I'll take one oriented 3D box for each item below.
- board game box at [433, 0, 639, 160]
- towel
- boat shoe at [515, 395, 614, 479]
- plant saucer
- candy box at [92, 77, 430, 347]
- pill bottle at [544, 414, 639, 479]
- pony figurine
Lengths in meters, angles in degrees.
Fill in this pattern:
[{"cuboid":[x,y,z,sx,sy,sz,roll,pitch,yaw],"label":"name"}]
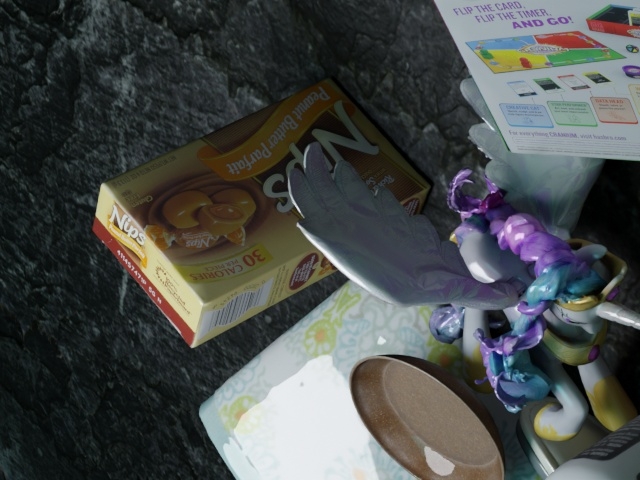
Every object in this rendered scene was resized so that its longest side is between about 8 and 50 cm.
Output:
[{"cuboid":[0.225,-0.176,1.449,0.242,0.064,0.316,5,151,28],"label":"board game box"},{"cuboid":[0.081,0.241,1.995,0.320,0.090,0.374,-39,78,14],"label":"towel"},{"cuboid":[0.302,0.299,1.834,0.319,0.116,0.099,47,134,13],"label":"boat shoe"},{"cuboid":[0.118,0.186,1.865,0.198,0.036,0.199,31,146,24],"label":"plant saucer"},{"cuboid":[-0.061,-0.036,1.926,0.183,0.316,0.087,49,146,22],"label":"candy box"},{"cuboid":[0.304,0.251,1.619,0.176,0.318,0.176,35,139,38],"label":"pill bottle"},{"cuboid":[0.179,0.022,1.717,0.351,0.303,0.363,48,166,24],"label":"pony figurine"}]
